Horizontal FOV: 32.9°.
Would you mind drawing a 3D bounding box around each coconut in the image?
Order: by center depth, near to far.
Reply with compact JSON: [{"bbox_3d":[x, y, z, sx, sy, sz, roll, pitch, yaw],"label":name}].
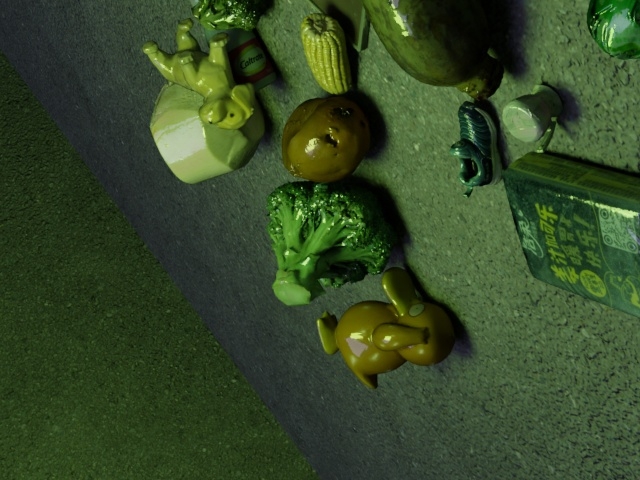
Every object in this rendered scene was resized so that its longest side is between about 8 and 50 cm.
[{"bbox_3d":[-0.244,-0.230,2.215,0.241,0.241,0.241,46,156,27],"label":"coconut"}]

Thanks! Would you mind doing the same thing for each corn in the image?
[{"bbox_3d":[0.012,-0.306,1.792,0.085,0.063,0.165,21,157,23],"label":"corn"}]

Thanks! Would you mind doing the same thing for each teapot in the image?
[{"bbox_3d":[0.285,-0.161,1.426,0.064,0.064,0.083,4,128,57],"label":"teapot"}]

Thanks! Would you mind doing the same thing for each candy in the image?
[{"bbox_3d":[0.328,-0.334,1.096,0.097,0.097,0.324,36,143,43],"label":"candy"}]

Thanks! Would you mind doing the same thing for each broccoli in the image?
[{"bbox_3d":[-0.162,-0.435,1.936,0.146,0.138,0.162,58,-170,18],"label":"broccoli"},{"bbox_3d":[0.000,0.000,2.004,0.269,0.270,0.270,20,143,16],"label":"broccoli"}]

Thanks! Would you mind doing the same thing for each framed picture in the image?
[{"bbox_3d":[0.011,-0.415,1.733,0.203,0.015,0.150,48,157,24],"label":"framed picture"}]

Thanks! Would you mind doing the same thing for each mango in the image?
[{"bbox_3d":[-0.001,-0.171,1.903,0.151,0.156,0.248,59,156,-10],"label":"mango"}]

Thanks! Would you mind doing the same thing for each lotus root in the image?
[{"bbox_3d":[0.137,-0.313,1.415,0.309,0.173,0.173,61,159,-15],"label":"lotus root"}]

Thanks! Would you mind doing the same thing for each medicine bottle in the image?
[{"bbox_3d":[-0.170,-0.382,2.067,0.217,0.090,0.090,60,159,-9],"label":"medicine bottle"}]

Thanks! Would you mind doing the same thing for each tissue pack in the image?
[{"bbox_3d":[0.366,-0.006,1.440,0.257,0.081,0.185,25,141,54],"label":"tissue pack"}]

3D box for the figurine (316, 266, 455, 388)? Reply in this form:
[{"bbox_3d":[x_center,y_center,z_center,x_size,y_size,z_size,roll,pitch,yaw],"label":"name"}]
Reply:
[{"bbox_3d":[0.133,0.174,2.052,0.228,0.215,0.215,-38,83,27],"label":"figurine"}]

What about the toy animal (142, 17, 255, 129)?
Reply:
[{"bbox_3d":[-0.224,-0.307,2.019,0.233,0.121,0.169,37,154,31],"label":"toy animal"}]

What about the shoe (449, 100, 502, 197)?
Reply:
[{"bbox_3d":[0.222,-0.137,1.587,0.064,0.071,0.143,29,141,49],"label":"shoe"}]
